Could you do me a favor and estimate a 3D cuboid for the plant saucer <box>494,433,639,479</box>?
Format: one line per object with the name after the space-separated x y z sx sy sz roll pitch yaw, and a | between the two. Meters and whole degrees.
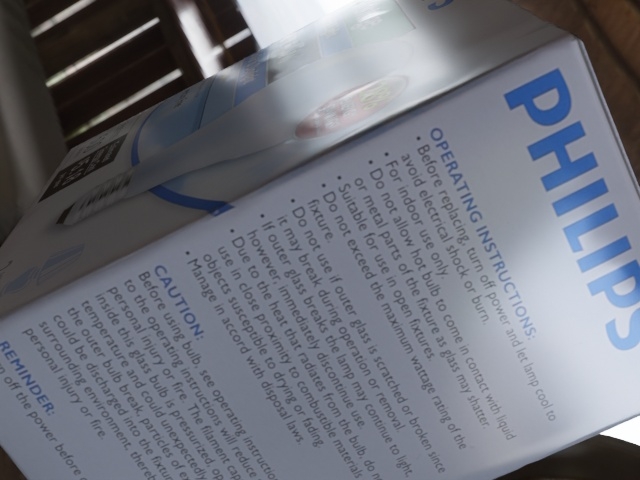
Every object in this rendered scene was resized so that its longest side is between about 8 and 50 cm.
0.171 0.244 0.534 0.041 0.277 0.278 97 -24 -47 | plant saucer

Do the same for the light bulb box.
0.000 0.000 0.614 0.225 0.361 0.358 60 8 -22 | light bulb box
